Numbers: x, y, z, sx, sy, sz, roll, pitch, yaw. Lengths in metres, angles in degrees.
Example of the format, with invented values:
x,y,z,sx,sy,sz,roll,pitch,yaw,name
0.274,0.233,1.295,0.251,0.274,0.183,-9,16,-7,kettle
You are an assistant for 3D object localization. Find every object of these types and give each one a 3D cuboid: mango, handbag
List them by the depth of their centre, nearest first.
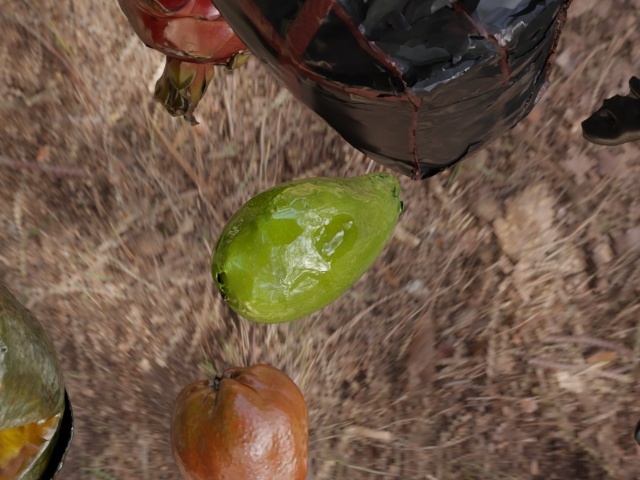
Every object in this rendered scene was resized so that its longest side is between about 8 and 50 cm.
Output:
x,y,z,sx,sy,sz,roll,pitch,yaw,name
0.022,-0.145,0.710,0.155,0.169,0.215,-38,82,0,handbag
0.000,0.000,0.975,0.074,0.091,0.165,39,45,26,mango

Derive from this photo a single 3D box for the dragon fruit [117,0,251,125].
x,y,z,sx,sy,sz,roll,pitch,yaw,name
-0.092,-0.163,1.070,0.125,0.246,0.125,41,59,19,dragon fruit

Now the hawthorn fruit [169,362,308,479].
x,y,z,sx,sy,sz,roll,pitch,yaw,name
-0.095,0.244,1.840,0.189,0.189,0.189,0,82,-2,hawthorn fruit

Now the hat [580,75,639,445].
x,y,z,sx,sy,sz,roll,pitch,yaw,name
0.280,0.018,0.878,0.209,0.336,0.238,-15,107,-9,hat

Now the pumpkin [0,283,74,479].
x,y,z,sx,sy,sz,roll,pitch,yaw,name
-0.352,0.147,1.161,0.320,0.320,0.192,-46,54,-7,pumpkin
